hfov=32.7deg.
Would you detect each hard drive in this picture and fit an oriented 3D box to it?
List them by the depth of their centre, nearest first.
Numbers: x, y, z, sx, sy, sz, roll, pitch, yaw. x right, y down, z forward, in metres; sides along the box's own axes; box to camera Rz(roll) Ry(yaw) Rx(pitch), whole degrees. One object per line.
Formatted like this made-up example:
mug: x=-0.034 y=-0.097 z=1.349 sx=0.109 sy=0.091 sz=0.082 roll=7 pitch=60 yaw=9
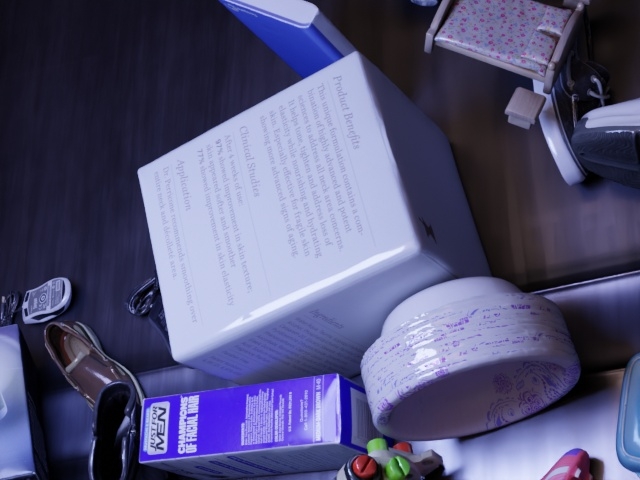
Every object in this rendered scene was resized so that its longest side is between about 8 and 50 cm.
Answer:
hard drive: x=-0.012 y=-0.305 z=1.746 sx=0.210 sy=0.318 sz=0.040 roll=27 pitch=86 yaw=34

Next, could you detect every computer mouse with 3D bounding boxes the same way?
computer mouse: x=-0.216 y=0.121 z=1.852 sx=0.188 sy=0.072 sz=0.272 roll=-48 pitch=43 yaw=7
computer mouse: x=-0.527 y=0.126 z=2.040 sx=0.193 sy=0.042 sz=0.106 roll=-19 pitch=58 yaw=29

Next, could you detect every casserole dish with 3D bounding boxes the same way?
casserole dish: x=0.449 y=0.226 z=1.447 sx=0.114 sy=0.037 sz=0.188 roll=3 pitch=71 yaw=30

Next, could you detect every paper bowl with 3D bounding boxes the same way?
paper bowl: x=0.193 y=0.153 z=1.470 sx=0.284 sy=0.284 sz=0.148 roll=-25 pitch=61 yaw=19

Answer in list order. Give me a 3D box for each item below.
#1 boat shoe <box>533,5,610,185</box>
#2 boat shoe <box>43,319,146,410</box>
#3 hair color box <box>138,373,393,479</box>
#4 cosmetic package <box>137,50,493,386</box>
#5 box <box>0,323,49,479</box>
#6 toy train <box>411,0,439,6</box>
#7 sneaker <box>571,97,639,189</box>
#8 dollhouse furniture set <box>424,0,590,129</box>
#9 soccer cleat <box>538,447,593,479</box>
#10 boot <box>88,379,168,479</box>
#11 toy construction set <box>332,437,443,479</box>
boat shoe: x=0.382 y=-0.226 z=1.628 sx=0.102 sy=0.108 sz=0.301 roll=-16 pitch=57 yaw=25
boat shoe: x=-0.403 y=0.231 z=1.892 sx=0.257 sy=0.095 sz=0.095 roll=39 pitch=92 yaw=35
hair color box: x=-0.081 y=0.285 z=1.634 sx=0.339 sy=0.185 sz=0.110 roll=-12 pitch=65 yaw=25
cosmetic package: x=0.000 y=0.000 z=1.615 sx=0.393 sy=0.327 sz=0.329 roll=-25 pitch=61 yaw=20
box: x=-0.627 y=0.330 z=1.845 sx=0.296 sy=0.183 sz=0.294 roll=-12 pitch=55 yaw=-10
toy train: x=0.162 y=-0.554 z=1.826 sx=0.190 sy=0.142 sz=0.334 roll=13 pitch=77 yaw=2
sneaker: x=0.578 y=-0.209 z=1.495 sx=0.447 sy=0.169 sz=0.257 roll=0 pitch=62 yaw=21
dollhouse furniture set: x=0.232 y=-0.382 z=1.564 sx=0.303 sy=0.174 sz=0.355 roll=21 pitch=61 yaw=13
soccer cleat: x=0.278 y=0.382 z=1.459 sx=0.095 sy=0.083 sz=0.248 roll=24 pitch=86 yaw=39
boot: x=-0.300 y=0.400 z=1.673 sx=0.118 sy=0.223 sz=0.338 roll=-10 pitch=68 yaw=3
toy construction set: x=0.126 y=0.378 z=1.428 sx=0.328 sy=0.215 sz=0.151 roll=-110 pitch=34 yaw=-50
